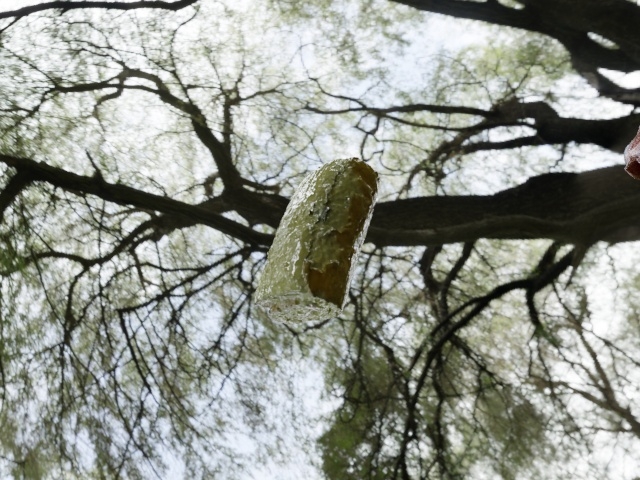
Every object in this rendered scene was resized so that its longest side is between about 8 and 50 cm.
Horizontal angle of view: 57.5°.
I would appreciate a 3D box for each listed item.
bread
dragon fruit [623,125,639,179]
[{"bbox_3d":[0.000,0.000,1.330,0.165,0.237,0.375,35,-122,-24],"label":"bread"},{"bbox_3d":[0.490,-0.160,0.520,0.371,0.249,0.386,-51,-6,-45],"label":"dragon fruit"}]
